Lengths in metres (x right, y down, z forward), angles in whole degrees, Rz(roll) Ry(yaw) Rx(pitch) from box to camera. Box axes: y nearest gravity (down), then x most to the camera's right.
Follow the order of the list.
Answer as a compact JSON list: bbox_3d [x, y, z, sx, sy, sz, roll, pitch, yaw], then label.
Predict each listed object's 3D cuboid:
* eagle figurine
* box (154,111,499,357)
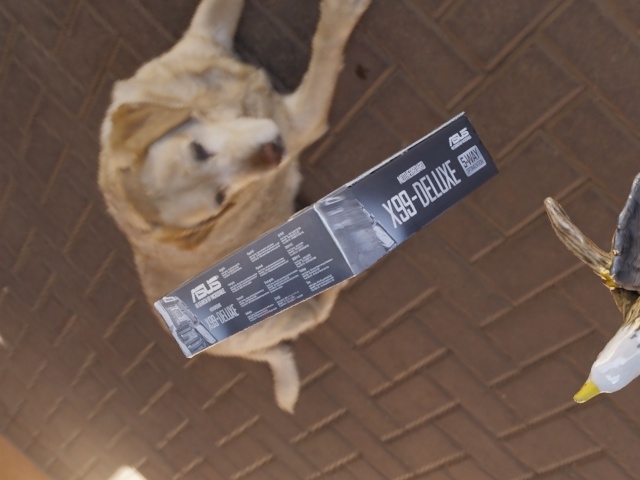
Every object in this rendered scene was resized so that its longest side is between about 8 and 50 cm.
[{"bbox_3d":[0.280,0.052,0.734,0.226,0.225,0.298,19,174,2],"label":"eagle figurine"},{"bbox_3d":[0.000,0.000,1.017,0.307,0.242,0.076,-29,93,49],"label":"box"}]
